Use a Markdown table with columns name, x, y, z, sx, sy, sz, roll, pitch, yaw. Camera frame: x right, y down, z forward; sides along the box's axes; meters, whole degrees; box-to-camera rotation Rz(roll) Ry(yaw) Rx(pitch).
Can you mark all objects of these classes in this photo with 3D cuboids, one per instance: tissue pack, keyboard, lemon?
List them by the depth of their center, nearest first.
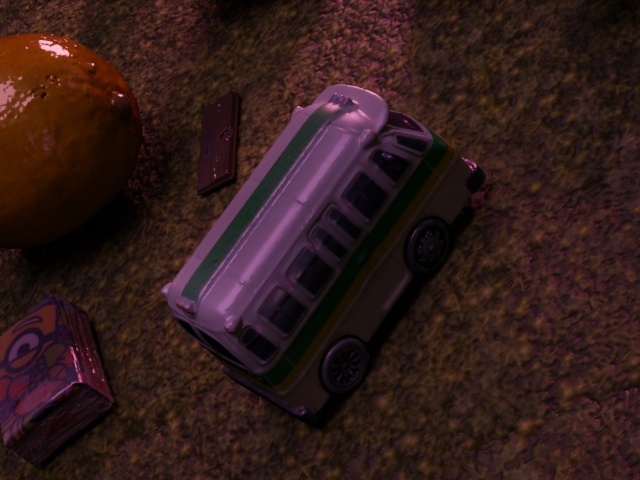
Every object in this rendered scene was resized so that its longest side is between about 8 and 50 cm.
| name | x | y | z | sx | sy | sz | roll | pitch | yaw |
| --- | --- | --- | --- | --- | --- | --- | --- | --- | --- |
| tissue pack | -0.274 | 0.139 | 1.557 | 0.109 | 0.060 | 0.148 | -40 | 40 | 9 |
| keyboard | -0.109 | -0.104 | 1.657 | 0.049 | 0.015 | 0.129 | -29 | 42 | 29 |
| lemon | -0.322 | -0.109 | 1.686 | 0.263 | 0.236 | 0.236 | -17 | 43 | 4 |

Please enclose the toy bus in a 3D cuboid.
| name | x | y | z | sx | sy | sz | roll | pitch | yaw |
| --- | --- | --- | --- | --- | --- | --- | --- | --- | --- |
| toy bus | 0.000 | 0.000 | 1.344 | 0.134 | 0.165 | 0.276 | 23 | 74 | 49 |
